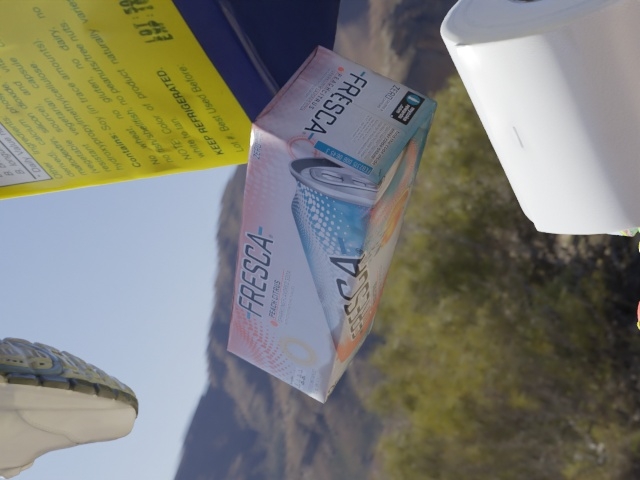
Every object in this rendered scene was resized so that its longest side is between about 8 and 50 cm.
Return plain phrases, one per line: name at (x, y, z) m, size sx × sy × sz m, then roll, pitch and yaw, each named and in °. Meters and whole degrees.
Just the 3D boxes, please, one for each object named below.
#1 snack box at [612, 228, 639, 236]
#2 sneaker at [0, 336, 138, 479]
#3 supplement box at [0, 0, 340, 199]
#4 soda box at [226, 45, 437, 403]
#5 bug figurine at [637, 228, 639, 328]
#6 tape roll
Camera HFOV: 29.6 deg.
snack box at (0.351, -0.089, 1.280) m, size 0.174 × 0.070 × 0.207 m, roll -48°, pitch -5°, yaw 4°
sneaker at (-0.283, 0.143, 0.894) m, size 0.111 × 0.297 × 0.129 m, roll -152°, pitch 64°, yaw -66°
supplement box at (-0.187, -0.160, 0.738) m, size 0.194 × 0.356 × 0.195 m, roll 57°, pitch -147°, yaw -49°
soda box at (0.000, 0.000, 0.569) m, size 0.058 × 0.063 × 0.183 m, roll -55°, pitch -14°, yaw -34°
bug figurine at (0.388, 0.018, 1.141) m, size 0.072 × 0.279 × 0.216 m, roll 138°, pitch 113°, yaw -70°
tape roll at (0.236, -0.141, 0.931) m, size 0.169 × 0.246 × 0.246 m, roll 62°, pitch -156°, yaw -21°
